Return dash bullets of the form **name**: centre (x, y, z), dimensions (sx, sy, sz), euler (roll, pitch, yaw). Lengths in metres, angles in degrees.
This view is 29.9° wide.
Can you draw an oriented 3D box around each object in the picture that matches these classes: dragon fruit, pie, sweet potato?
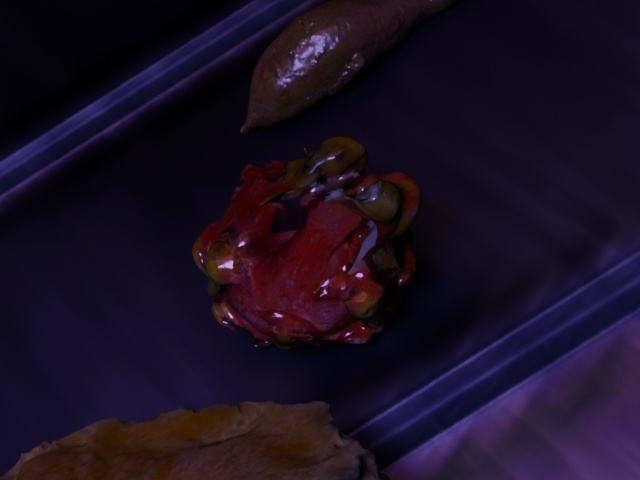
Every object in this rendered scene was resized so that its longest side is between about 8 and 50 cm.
- **dragon fruit**: centre (0.000, 0.000, 0.773), dimensions (0.150, 0.208, 0.133), euler (7, 71, -24)
- **pie**: centre (-0.117, 0.184, 0.643), dimensions (0.340, 0.083, 0.339), euler (-18, 18, 6)
- **sweet potato**: centre (0.025, -0.158, 0.897), dimensions (0.226, 0.068, 0.068), euler (-34, 55, -1)
